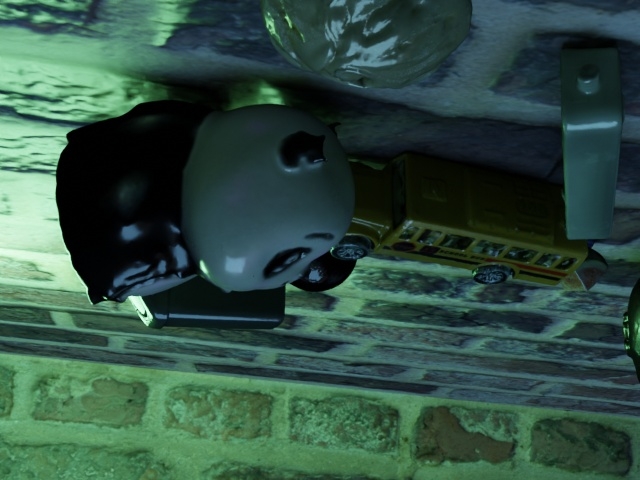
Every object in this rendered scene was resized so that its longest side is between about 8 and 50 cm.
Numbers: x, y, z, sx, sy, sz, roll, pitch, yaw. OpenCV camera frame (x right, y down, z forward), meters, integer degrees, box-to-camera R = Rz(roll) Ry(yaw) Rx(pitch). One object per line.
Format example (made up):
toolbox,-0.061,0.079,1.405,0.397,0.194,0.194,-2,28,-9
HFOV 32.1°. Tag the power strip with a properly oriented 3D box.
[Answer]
power strip,0.288,-0.096,1.187,0.062,0.091,0.385,-1,163,12

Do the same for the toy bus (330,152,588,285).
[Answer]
toy bus,0.170,-0.029,1.400,0.336,0.121,0.123,11,154,-20

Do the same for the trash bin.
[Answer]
trash bin,-0.172,0.044,1.645,0.236,0.176,0.101,4,164,-14

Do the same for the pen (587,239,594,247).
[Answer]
pen,0.299,-0.014,1.582,0.204,0.025,0.025,9,163,-18

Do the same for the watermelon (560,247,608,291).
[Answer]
watermelon,0.366,0.039,1.628,0.092,0.072,0.084,6,179,-10

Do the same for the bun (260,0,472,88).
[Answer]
bun,0.038,-0.183,0.939,0.183,0.102,0.183,3,161,1

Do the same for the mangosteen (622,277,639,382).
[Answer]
mangosteen,0.569,0.125,1.655,0.243,0.243,0.243,4,164,1

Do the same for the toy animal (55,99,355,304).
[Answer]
toy animal,-0.117,-0.048,1.239,0.310,0.250,0.251,-12,160,12

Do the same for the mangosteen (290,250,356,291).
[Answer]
mangosteen,0.000,0.000,1.562,0.151,0.137,0.137,-43,141,21
